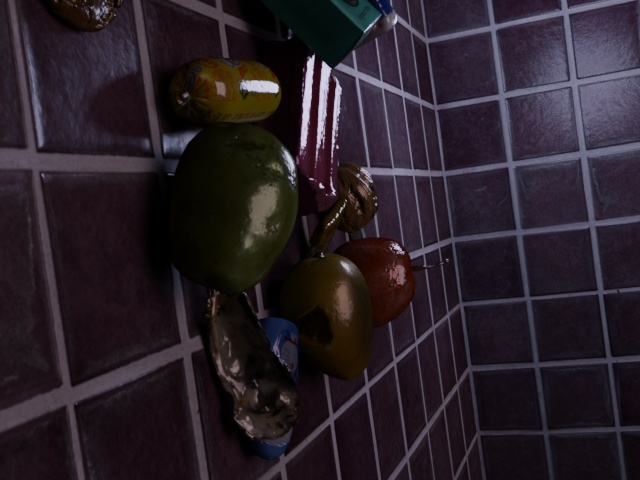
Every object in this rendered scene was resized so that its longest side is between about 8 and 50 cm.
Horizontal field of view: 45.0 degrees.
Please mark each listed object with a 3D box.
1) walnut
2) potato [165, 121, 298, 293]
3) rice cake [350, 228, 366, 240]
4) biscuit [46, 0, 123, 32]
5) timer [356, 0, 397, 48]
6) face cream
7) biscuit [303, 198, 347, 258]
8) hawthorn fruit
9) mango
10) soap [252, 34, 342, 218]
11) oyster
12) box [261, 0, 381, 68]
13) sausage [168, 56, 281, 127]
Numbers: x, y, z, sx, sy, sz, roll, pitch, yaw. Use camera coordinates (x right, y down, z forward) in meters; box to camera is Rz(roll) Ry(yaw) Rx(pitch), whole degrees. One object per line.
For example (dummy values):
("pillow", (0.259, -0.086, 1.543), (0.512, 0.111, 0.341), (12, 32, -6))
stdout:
("walnut", (0.069, -0.113, 1.974), (0.155, 0.155, 0.184), (-75, 156, -45))
("potato", (-0.147, -0.062, 1.278), (0.216, 0.216, 0.304), (62, 32, -43))
("rice cake", (0.096, -0.045, 2.164), (0.034, 0.043, 0.211), (-71, 148, -59))
("biscuit", (-0.347, -0.407, 1.100), (0.226, 0.042, 0.226), (-8, 90, -71))
("timer", (0.045, -0.539, 1.856), (0.078, 0.253, 0.178), (-44, 108, -44))
("face cream", (-0.094, 0.286, 1.487), (0.149, 0.083, 0.264), (40, 47, -55))
("biscuit", (0.000, 0.000, 1.777), (0.183, 0.039, 0.174), (-64, 177, 33))
("hawthorn fruit", (0.127, 0.090, 1.932), (0.231, 0.263, 0.235), (41, 20, 16))
("mango", (0.032, 0.179, 1.715), (0.365, 0.182, 0.253), (62, 28, -43))
("soap", (-0.045, -0.256, 1.736), (0.233, 0.128, 0.359), (50, 38, -54))
("oyster", (-0.130, 0.195, 1.366), (0.078, 0.128, 0.345), (-90, 160, -79))
("box", (-0.026, -0.542, 1.691), (0.311, 0.118, 0.205), (43, 29, -7))
("sausage", (-0.167, -0.273, 1.420), (0.347, 0.123, 0.123), (-32, 113, -67))
